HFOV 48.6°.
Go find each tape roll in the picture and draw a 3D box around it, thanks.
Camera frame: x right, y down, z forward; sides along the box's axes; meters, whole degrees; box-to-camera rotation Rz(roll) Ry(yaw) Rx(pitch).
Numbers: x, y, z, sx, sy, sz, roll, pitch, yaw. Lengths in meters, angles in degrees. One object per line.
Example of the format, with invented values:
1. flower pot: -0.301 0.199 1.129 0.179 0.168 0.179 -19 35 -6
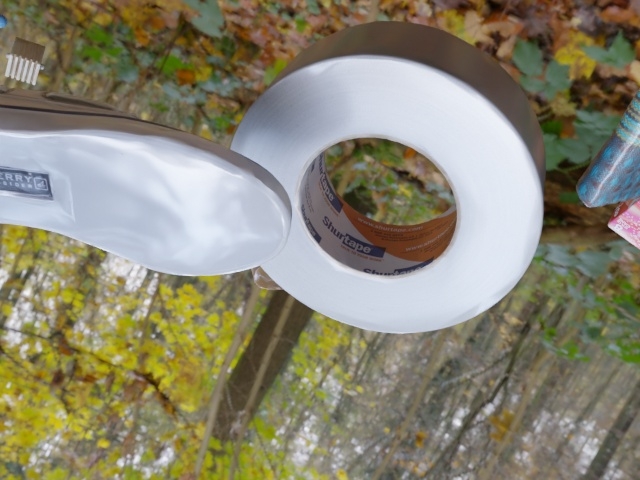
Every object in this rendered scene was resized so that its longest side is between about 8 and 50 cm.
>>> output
1. tape roll: 0.047 -0.039 0.510 0.219 0.219 0.072 27 -141 -1

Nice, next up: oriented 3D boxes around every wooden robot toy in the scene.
1. wooden robot toy: -0.332 -0.168 0.612 0.173 0.076 0.079 27 -138 -37

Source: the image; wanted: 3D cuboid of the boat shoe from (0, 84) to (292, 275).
1. boat shoe: -0.140 -0.051 0.431 0.258 0.095 0.084 15 -145 -2

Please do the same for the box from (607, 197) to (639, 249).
1. box: 0.496 -0.006 0.831 0.257 0.122 0.128 38 155 7

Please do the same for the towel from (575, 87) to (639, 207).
1. towel: 0.331 -0.187 0.459 0.272 0.370 0.040 -10 -133 -39

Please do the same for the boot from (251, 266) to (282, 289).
1. boot: 0.000 0.000 0.913 0.197 0.072 0.152 8 -145 -15
